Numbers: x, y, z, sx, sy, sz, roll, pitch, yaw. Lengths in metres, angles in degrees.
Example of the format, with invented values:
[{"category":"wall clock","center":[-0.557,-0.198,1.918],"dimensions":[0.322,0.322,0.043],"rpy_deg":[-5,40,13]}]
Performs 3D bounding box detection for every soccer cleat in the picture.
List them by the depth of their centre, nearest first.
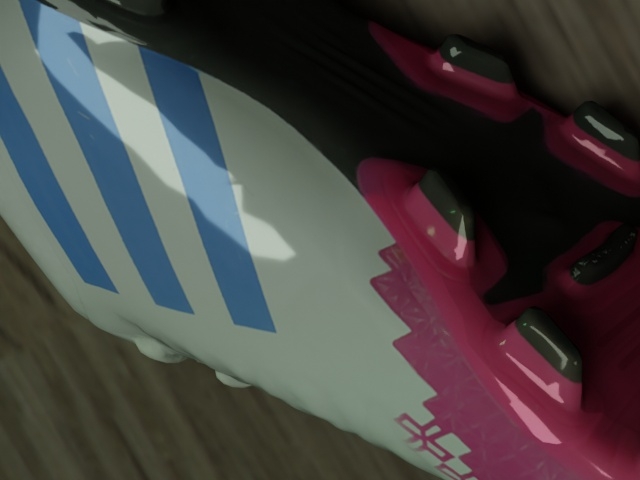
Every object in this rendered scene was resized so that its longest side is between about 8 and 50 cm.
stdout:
[{"category":"soccer cleat","center":[0.000,0.000,0.558],"dimensions":[0.331,0.116,0.143],"rpy_deg":[39,134,9]}]
